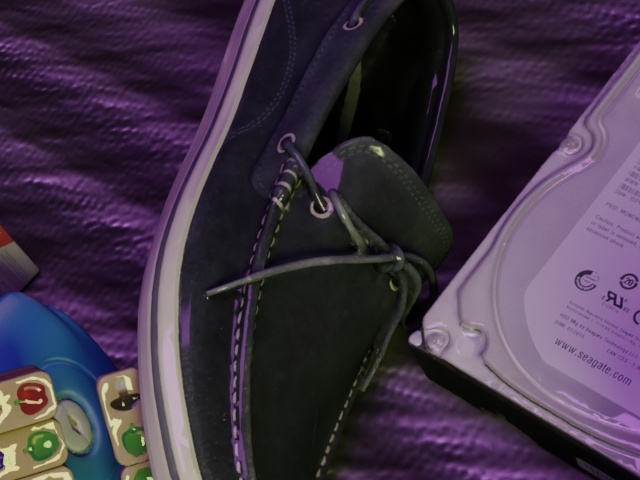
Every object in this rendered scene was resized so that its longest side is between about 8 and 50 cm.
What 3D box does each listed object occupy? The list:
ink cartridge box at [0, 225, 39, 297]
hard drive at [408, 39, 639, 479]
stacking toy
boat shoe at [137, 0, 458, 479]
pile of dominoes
[{"bbox_3d":[-0.298,0.036,1.128,0.056,0.099,0.135,33,73,33],"label":"ink cartridge box"},{"bbox_3d":[0.249,0.002,0.970,0.237,0.064,0.339,31,72,33],"label":"hard drive"},{"bbox_3d":[-0.280,0.179,1.016,0.301,0.175,0.166,-26,20,24],"label":"stacking toy"},{"bbox_3d":[0.000,0.000,0.992,0.156,0.187,0.500,-5,52,24],"label":"boat shoe"},{"bbox_3d":[-0.170,0.205,0.870,0.196,0.251,0.040,-16,6,-18],"label":"pile of dominoes"}]
